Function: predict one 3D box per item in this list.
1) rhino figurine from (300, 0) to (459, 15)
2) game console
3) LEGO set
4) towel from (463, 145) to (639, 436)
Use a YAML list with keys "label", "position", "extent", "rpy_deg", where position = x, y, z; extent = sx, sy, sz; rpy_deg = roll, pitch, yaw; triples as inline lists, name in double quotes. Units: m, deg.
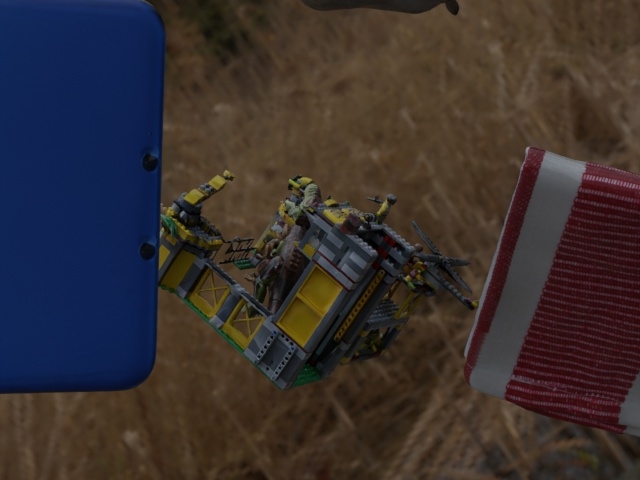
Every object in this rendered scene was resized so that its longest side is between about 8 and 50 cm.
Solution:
- label: "rhino figurine"
  position: [0.070, -0.280, 1.494]
  extent: [0.243, 0.106, 0.073]
  rpy_deg: [-1, -30, -25]
- label: "game console"
  position: [-0.266, -0.039, 1.086]
  extent: [0.250, 0.293, 0.173]
  rpy_deg: [7, 7, 40]
- label: "LEGO set"
  position: [0.000, 0.000, 1.448]
  extent: [0.331, 0.255, 0.192]
  rpy_deg: [5, -57, -55]
- label: "towel"
  position: [0.265, 0.069, 0.919]
  extent: [0.237, 0.329, 0.037]
  rpy_deg: [99, -170, -50]
